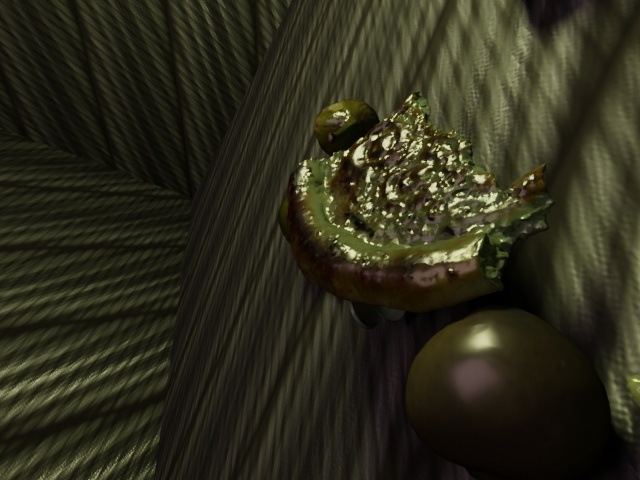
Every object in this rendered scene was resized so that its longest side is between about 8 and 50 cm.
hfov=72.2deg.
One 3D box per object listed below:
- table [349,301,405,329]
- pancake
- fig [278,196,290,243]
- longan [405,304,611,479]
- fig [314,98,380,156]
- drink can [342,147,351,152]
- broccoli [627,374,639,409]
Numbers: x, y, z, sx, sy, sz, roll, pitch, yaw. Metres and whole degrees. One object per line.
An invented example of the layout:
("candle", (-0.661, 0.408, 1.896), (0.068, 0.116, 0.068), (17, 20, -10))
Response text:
("table", (0.127, 0.018, 0.654), (0.198, 0.167, 0.166), (-38, 39, 35))
("pancake", (0.083, -0.055, 0.587), (0.305, 0.067, 0.426), (-44, 35, 12))
("fig", (0.000, 0.000, 0.986), (0.151, 0.152, 0.259), (-39, 66, 47))
("longan", (0.176, 0.152, 0.435), (0.189, 0.189, 0.189), (-43, 36, 43))
("fig", (0.053, -0.232, 0.914), (0.149, 0.149, 0.245), (-62, 1, 15))
("drink can", (0.071, -0.074, 0.859), (0.118, 0.118, 0.204), (3, 73, 64))
("broccoli", (0.288, 0.061, 0.192), (0.347, 0.294, 0.280), (-92, -6, -58))
